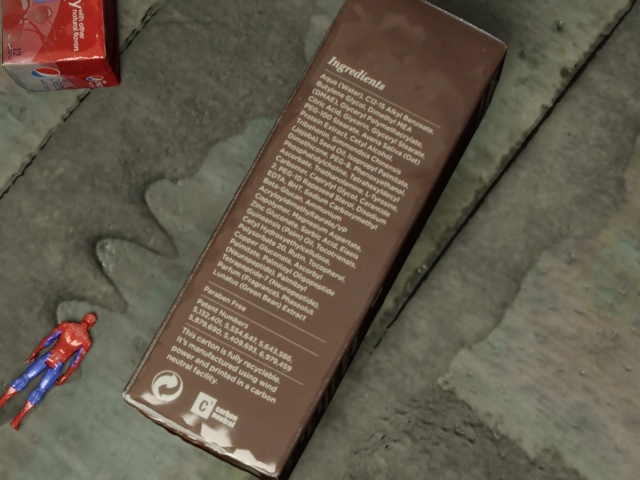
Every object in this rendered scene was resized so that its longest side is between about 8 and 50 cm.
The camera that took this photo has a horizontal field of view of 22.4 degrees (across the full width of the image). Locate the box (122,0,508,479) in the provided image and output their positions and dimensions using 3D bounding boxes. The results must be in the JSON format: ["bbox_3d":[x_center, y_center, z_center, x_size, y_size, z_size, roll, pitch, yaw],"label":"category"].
[{"bbox_3d":[0.000,0.000,1.293,0.143,0.191,0.381,26,81,6],"label":"box"}]

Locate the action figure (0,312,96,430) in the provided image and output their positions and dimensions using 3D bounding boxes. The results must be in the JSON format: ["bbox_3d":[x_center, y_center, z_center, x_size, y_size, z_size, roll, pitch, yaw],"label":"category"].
[{"bbox_3d":[-0.228,0.105,1.354,0.038,0.030,0.115,40,77,2],"label":"action figure"}]

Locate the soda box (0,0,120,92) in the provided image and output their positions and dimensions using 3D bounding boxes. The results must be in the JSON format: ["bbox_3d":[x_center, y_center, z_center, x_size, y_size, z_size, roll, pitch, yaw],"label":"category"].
[{"bbox_3d":[-0.228,-0.266,1.402,0.092,0.083,0.263,-4,79,1],"label":"soda box"}]
